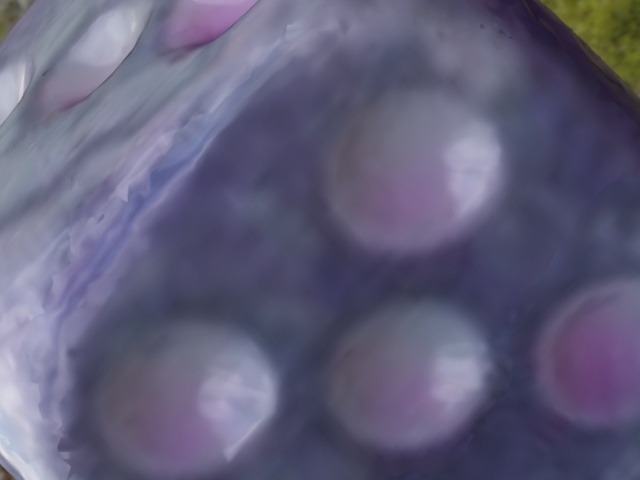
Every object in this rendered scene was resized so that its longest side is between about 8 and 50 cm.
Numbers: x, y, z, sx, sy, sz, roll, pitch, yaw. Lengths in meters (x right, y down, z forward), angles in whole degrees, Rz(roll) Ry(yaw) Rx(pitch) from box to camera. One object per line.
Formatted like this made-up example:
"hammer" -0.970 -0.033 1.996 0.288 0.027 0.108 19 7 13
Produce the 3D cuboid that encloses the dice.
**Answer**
"dice" 0.000 0.000 0.805 0.270 0.271 0.270 41 -172 -27
